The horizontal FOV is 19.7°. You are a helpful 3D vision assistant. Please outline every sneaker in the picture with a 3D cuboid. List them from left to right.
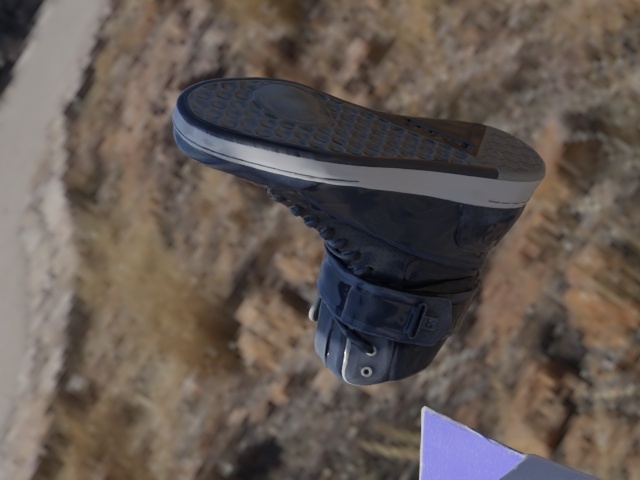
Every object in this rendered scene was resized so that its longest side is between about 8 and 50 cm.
[{"bbox_3d":[0.001,0.001,1.049,0.163,0.226,0.086,-64,30,28],"label":"sneaker"}]

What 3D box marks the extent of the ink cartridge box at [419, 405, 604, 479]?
[{"bbox_3d":[0.082,0.171,0.489,0.208,0.045,0.206,19,114,47],"label":"ink cartridge box"}]
